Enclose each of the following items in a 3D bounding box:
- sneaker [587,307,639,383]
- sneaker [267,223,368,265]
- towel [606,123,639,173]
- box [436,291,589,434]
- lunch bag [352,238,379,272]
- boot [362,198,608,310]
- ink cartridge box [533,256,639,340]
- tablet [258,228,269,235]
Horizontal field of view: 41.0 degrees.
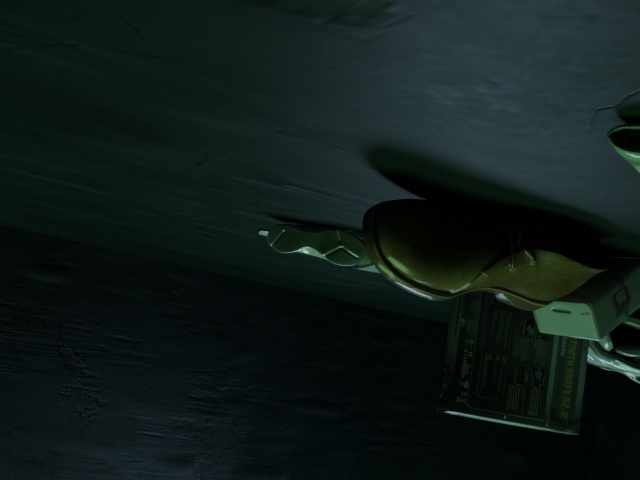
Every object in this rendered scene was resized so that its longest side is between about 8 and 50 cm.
[{"bbox_3d":[0.594,0.191,1.525,0.365,0.138,0.210,15,176,-7],"label":"sneaker"},{"bbox_3d":[0.000,0.000,1.287,0.152,0.054,0.061,12,-171,9],"label":"sneaker"},{"bbox_3d":[0.367,-0.017,0.596,0.247,0.038,0.324,7,172,35],"label":"towel"},{"bbox_3d":[0.264,0.129,1.145,0.183,0.231,0.056,11,170,-7],"label":"box"},{"bbox_3d":[0.092,0.025,1.307,0.071,0.053,0.083,11,164,-25],"label":"lunch bag"},{"bbox_3d":[0.178,0.003,0.890,0.305,0.112,0.115,11,155,-37],"label":"boot"},{"bbox_3d":[0.328,0.068,1.035,0.122,0.052,0.088,-28,-163,-33],"label":"ink cartridge box"},{"bbox_3d":[-0.066,-0.007,1.480,0.083,0.006,0.054,12,173,-7],"label":"tablet"}]
